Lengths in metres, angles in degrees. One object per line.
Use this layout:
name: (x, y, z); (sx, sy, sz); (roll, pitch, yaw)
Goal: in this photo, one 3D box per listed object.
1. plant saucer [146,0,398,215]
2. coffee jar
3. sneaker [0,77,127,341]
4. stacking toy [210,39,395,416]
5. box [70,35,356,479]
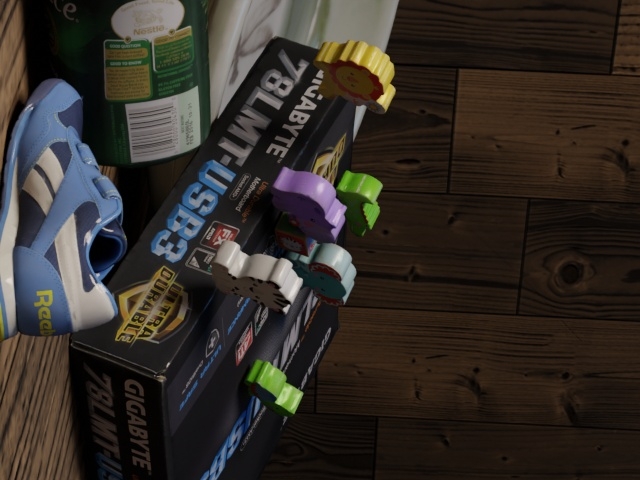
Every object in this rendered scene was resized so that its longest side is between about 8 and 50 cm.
plant saucer: (-0.046, -0.149, 1.461); (0.400, 0.100, 0.400); (20, 90, -77)
coffee jar: (-0.096, -0.133, 0.963); (0.096, 0.079, 0.184); (-116, -158, -47)
sneaker: (-0.117, -0.014, 0.918); (0.053, 0.059, 0.144); (89, 2, -53)
stacking toy: (0.000, 0.000, 1.247); (0.221, 0.052, 0.167); (81, 32, -60)
box: (-0.064, 0.064, 1.339); (0.293, 0.073, 0.295); (91, 23, -48)
